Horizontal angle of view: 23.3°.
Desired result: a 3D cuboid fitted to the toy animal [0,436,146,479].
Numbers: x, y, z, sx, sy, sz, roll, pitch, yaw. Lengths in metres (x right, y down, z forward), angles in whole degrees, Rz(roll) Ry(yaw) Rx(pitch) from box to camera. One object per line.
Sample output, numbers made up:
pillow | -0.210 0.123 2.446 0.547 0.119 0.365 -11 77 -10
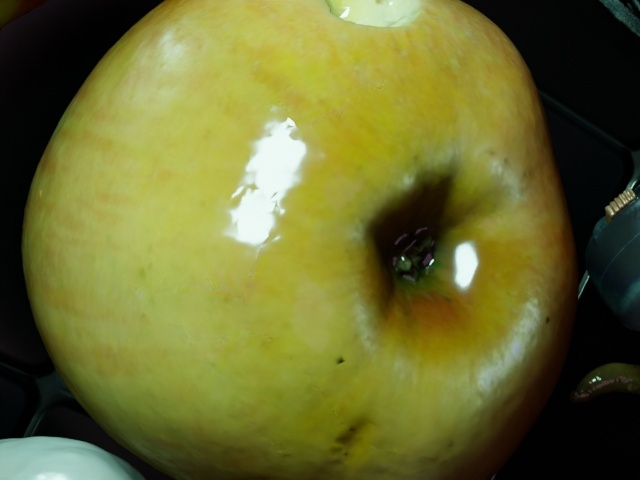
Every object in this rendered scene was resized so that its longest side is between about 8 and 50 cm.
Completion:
toy animal | -0.203 0.128 0.637 0.282 0.138 0.140 16 96 -26

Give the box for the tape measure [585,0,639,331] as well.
tape measure | 0.169 -0.045 0.847 0.107 0.104 0.180 -31 76 5

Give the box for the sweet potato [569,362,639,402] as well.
sweet potato | 0.191 0.077 0.881 0.115 0.026 0.026 0 98 -23

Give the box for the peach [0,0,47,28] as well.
peach | -0.162 -0.181 0.601 0.189 0.068 0.279 -14 125 -17

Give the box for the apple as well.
apple | 0.000 0.000 0.656 0.242 0.241 0.242 -4 99 -23
